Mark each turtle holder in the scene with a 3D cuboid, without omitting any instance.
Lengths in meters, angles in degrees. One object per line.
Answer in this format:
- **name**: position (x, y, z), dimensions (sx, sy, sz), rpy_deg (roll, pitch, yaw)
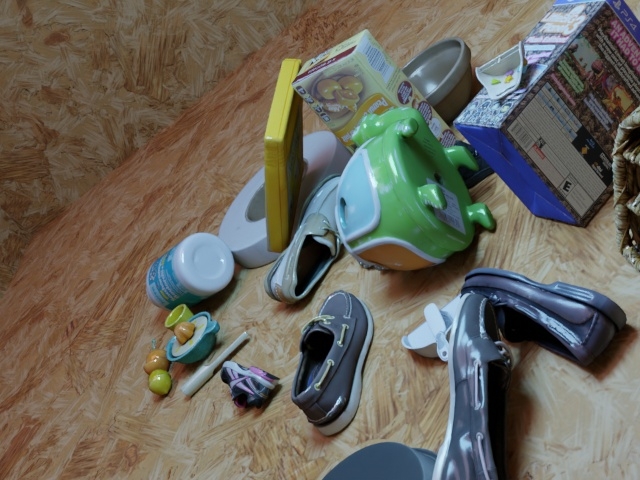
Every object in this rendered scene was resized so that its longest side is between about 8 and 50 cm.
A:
- **turtle holder**: position (0.132, -0.096, 1.774), dimensions (0.227, 0.320, 0.243), rpy_deg (-33, -11, 31)

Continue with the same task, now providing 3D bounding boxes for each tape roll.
- **tape roll**: position (-0.087, -0.100, 2.421), dimensions (0.392, 0.072, 0.392), rpy_deg (-37, 26, 21)

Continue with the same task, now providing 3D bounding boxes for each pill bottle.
- **pill bottle**: position (-0.323, 0.086, 2.392), dimensions (0.264, 0.146, 0.146), rpy_deg (-31, 25, 53)

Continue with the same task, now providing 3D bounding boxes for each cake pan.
- **cake pan**: position (0.061, 0.401, 1.396), dimensions (0.293, 0.054, 0.293), rpy_deg (-37, 25, 20)

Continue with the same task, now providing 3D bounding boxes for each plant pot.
- **plant pot**: position (0.247, -0.319, 2.173), dimensions (0.237, 0.110, 0.237), rpy_deg (-36, 24, 19)

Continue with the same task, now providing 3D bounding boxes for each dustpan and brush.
- **dustpan and brush**: position (0.192, 0.145, 1.580), dimensions (0.147, 0.060, 0.211), rpy_deg (-40, 24, 12)

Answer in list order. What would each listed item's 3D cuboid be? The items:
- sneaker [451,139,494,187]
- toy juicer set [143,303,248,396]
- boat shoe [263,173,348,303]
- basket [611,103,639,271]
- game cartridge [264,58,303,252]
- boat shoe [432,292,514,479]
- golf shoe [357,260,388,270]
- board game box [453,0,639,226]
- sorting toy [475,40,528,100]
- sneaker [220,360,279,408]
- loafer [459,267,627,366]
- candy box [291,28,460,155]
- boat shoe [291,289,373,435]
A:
- **sneaker**: position (0.284, -0.158, 1.878), dimensions (0.170, 0.089, 0.051), rpy_deg (-37, 25, 19)
- **toy juicer set**: position (-0.306, 0.245, 2.205), dimensions (0.209, 0.089, 0.329), rpy_deg (-53, 25, -16)
- **boat shoe**: position (0.000, 0.000, 2.083), dimensions (0.103, 0.113, 0.302), rpy_deg (8, 68, 60)
- **basket**: position (0.475, -0.066, 1.263), dimensions (0.223, 0.213, 0.299), rpy_deg (-43, 23, 5)
- **game cartridge**: position (-0.073, -0.183, 2.119), dimensions (0.052, 0.324, 0.285), rpy_deg (6, 47, 3)
- **boat shoe**: position (0.224, 0.221, 1.340), dimensions (0.095, 0.112, 0.335), rpy_deg (-8, 54, 30)
- **golf shoe**: position (0.115, 0.011, 1.945), dimensions (0.086, 0.069, 0.176), rpy_deg (-31, 22, -18)
- **board game box**: position (0.401, -0.211, 1.594), dimensions (0.291, 0.232, 0.141), rpy_deg (-49, 24, -8)
- **sorting toy**: position (0.279, -0.246, 1.512), dimensions (0.083, 0.045, 0.075), rpy_deg (-28, 35, 34)
- **sneaker**: position (-0.151, 0.281, 1.924), dimensions (0.178, 0.072, 0.077), rpy_deg (-7, 54, 63)
- **loafer**: position (0.292, 0.108, 1.429), dimensions (0.095, 0.109, 0.302), rpy_deg (-57, 28, -14)
- **candy box**: position (0.114, -0.255, 2.027), dimensions (0.183, 0.316, 0.088), rpy_deg (-19, 33, 45)
- **boat shoe**: position (0.015, 0.189, 1.755), dimensions (0.116, 0.097, 0.324), rpy_deg (-32, 27, 29)
